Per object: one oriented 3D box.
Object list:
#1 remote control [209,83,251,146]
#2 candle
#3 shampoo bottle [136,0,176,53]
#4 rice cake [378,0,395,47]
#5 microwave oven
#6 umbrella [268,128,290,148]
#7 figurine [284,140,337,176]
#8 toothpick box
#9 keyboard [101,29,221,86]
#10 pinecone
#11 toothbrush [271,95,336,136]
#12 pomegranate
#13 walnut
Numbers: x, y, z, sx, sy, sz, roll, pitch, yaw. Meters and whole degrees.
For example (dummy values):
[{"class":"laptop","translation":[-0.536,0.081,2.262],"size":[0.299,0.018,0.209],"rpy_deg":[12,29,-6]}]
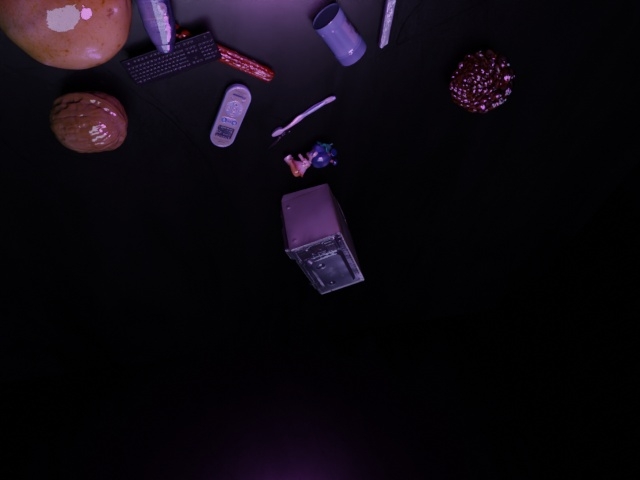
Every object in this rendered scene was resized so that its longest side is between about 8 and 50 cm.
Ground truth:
[{"class":"remote control","translation":[-0.311,-0.426,1.449],"size":[0.087,0.047,0.244],"rpy_deg":[8,135,-32]},{"class":"candle","translation":[-0.291,-0.562,1.292],"size":[0.330,0.048,0.051],"rpy_deg":[15,155,-32]},{"class":"shampoo bottle","translation":[-0.437,-0.621,1.116],"size":[0.087,0.049,0.233],"rpy_deg":[-9,123,-4]},{"class":"rice cake","translation":[0.208,-0.690,1.326],"size":[0.029,0.033,0.170],"rpy_deg":[-6,140,-12]},{"class":"microwave oven","translation":[0.000,0.000,1.852],"size":[0.248,0.332,0.394],"rpy_deg":[-18,142,9]},{"class":"umbrella","translation":[-0.157,-0.381,1.582],"size":[0.122,0.022,0.013],"rpy_deg":[-31,166,33]},{"class":"figurine","translation":[-0.031,-0.313,1.643],"size":[0.195,0.102,0.111],"rpy_deg":[-28,173,8]},{"class":"toothpick box","translation":[0.060,-0.627,1.297],"size":[0.101,0.101,0.153],"rpy_deg":[-33,138,19]},{"class":"keyboard","translation":[-0.484,-0.515,1.239],"size":[0.382,0.041,0.103],"rpy_deg":[-12,149,7]},{"class":"pinecone","translation":[0.574,-0.559,1.489],"size":[0.222,0.221,0.221],"rpy_deg":[-10,141,-8]},{"class":"toothbrush","translation":[-0.063,-0.448,1.525],"size":[0.269,0.027,0.021],"rpy_deg":[-27,149,13]},{"class":"pomegranate","translation":[-0.616,-0.559,1.000],"size":[0.320,0.319,0.319],"rpy_deg":[-10,141,-8]},{"class":"walnut","translation":[-0.689,-0.355,1.278],"size":[0.214,0.213,0.213],"rpy_deg":[-10,141,-8]}]
